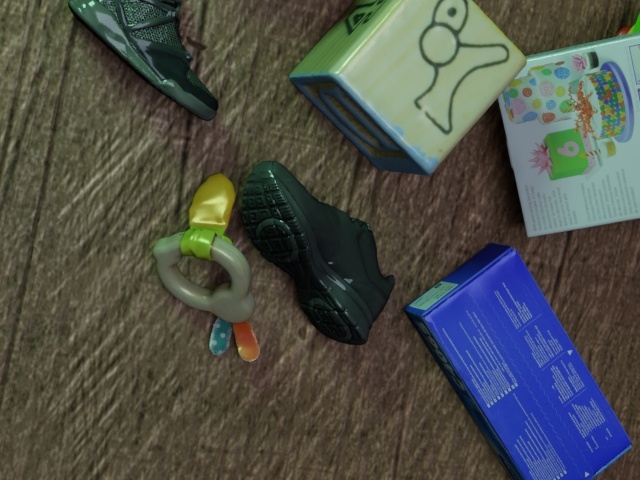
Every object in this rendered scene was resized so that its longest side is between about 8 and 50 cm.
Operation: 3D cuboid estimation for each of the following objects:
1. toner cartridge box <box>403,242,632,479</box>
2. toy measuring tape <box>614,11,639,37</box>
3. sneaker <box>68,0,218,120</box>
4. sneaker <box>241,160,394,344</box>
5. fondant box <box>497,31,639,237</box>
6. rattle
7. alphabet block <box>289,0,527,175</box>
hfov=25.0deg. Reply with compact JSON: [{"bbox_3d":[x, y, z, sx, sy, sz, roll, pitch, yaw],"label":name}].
[{"bbox_3d":[0.276,0.191,2.000,0.165,0.075,0.348,-35,105,-11],"label":"toner cartridge box"},{"bbox_3d":[0.441,-0.192,2.017,0.121,0.121,0.330,12,108,-19],"label":"toy measuring tape"},{"bbox_3d":[-0.190,-0.257,1.795,0.227,0.087,0.130,44,87,-12],"label":"sneaker"},{"bbox_3d":[0.000,0.000,1.875,0.130,0.109,0.286,-50,125,-30],"label":"sneaker"},{"bbox_3d":[0.416,-0.153,1.916,0.330,0.096,0.238,-10,100,17],"label":"fondant box"},{"bbox_3d":[-0.125,0.040,1.876,0.130,0.143,0.200,-26,122,18],"label":"rattle"},{"bbox_3d":[0.108,-0.218,1.843,0.192,0.193,0.197,45,81,-18],"label":"alphabet block"}]
